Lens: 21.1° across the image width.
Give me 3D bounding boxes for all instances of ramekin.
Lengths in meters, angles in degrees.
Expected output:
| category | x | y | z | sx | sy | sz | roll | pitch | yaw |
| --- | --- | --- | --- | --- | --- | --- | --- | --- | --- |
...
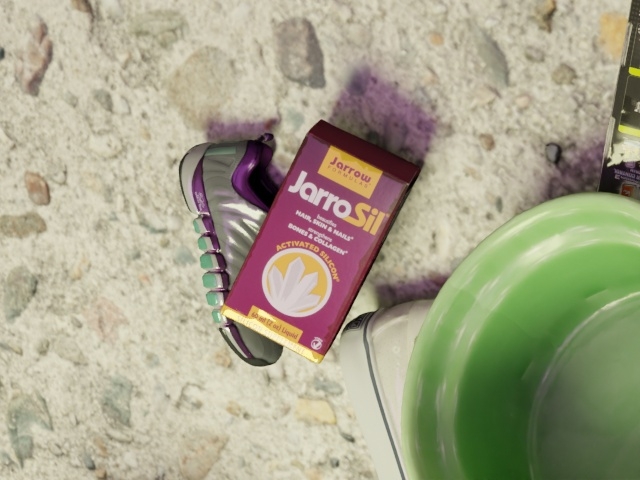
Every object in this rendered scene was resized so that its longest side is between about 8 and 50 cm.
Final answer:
| category | x | y | z | sx | sy | sz | roll | pitch | yaw |
| --- | --- | --- | --- | --- | --- | --- | --- | --- | --- |
| ramekin | 0.224 | 0.128 | 1.371 | 0.303 | 0.148 | 0.303 | -26 | 51 | 37 |

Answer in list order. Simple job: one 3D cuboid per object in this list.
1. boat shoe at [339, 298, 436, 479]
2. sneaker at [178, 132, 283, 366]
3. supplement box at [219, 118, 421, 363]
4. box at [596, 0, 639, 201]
| category | x | y | z | sx | sy | sz | roll | pitch | yaw |
| --- | --- | --- | --- | --- | --- | --- | --- | --- | --- |
| boat shoe | 0.154 | 0.221 | 1.554 | 0.156 | 0.136 | 0.367 | -20 | 89 | 32 |
| sneaker | -0.059 | 0.011 | 1.615 | 0.098 | 0.083 | 0.224 | -11 | 103 | 28 |
| supplement box | 0.000 | 0.000 | 1.533 | 0.104 | 0.081 | 0.188 | 27 | 105 | 3 |
| box | 0.363 | -0.092 | 1.336 | 0.270 | 0.060 | 0.216 | 18 | 118 | 24 |
